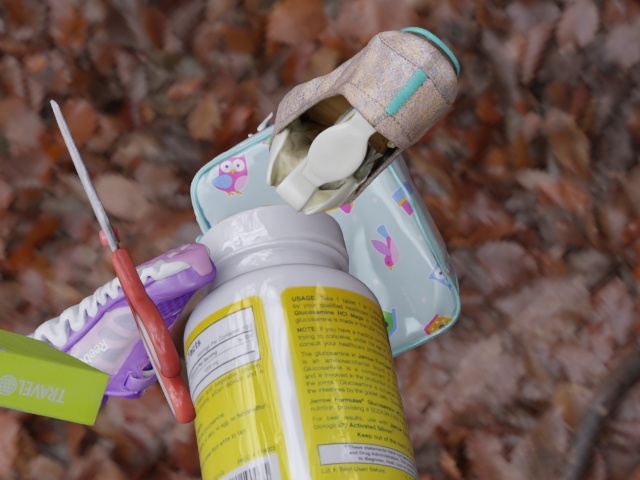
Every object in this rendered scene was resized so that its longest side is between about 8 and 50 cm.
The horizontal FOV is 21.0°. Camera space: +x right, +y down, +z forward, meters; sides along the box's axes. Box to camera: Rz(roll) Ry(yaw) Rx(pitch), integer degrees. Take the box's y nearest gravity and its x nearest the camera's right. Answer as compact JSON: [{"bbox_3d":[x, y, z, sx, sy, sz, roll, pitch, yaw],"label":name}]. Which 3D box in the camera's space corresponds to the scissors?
[{"bbox_3d":[-0.165,0.017,1.401,0.021,0.109,0.297,-24,55,-9],"label":"scissors"}]

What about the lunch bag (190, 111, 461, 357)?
[{"bbox_3d":[0.000,0.000,1.776,0.224,0.108,0.279,-27,95,9],"label":"lunch bag"}]

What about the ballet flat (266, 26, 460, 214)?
[{"bbox_3d":[0.009,-0.081,1.409,0.107,0.316,0.106,37,67,-3],"label":"ballet flat"}]

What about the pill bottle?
[{"bbox_3d":[-0.021,0.144,1.543,0.188,0.188,0.334,-23,58,20],"label":"pill bottle"}]

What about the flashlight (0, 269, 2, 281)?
[{"bbox_3d":[-0.434,-0.007,1.698,0.103,0.304,0.103,-49,55,-3],"label":"flashlight"}]

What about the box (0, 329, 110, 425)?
[{"bbox_3d":[-0.242,0.076,1.144,0.109,0.178,0.042,18,90,50],"label":"box"}]

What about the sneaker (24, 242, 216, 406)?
[{"bbox_3d":[-0.172,0.086,1.572,0.236,0.095,0.104,-33,85,33],"label":"sneaker"}]
